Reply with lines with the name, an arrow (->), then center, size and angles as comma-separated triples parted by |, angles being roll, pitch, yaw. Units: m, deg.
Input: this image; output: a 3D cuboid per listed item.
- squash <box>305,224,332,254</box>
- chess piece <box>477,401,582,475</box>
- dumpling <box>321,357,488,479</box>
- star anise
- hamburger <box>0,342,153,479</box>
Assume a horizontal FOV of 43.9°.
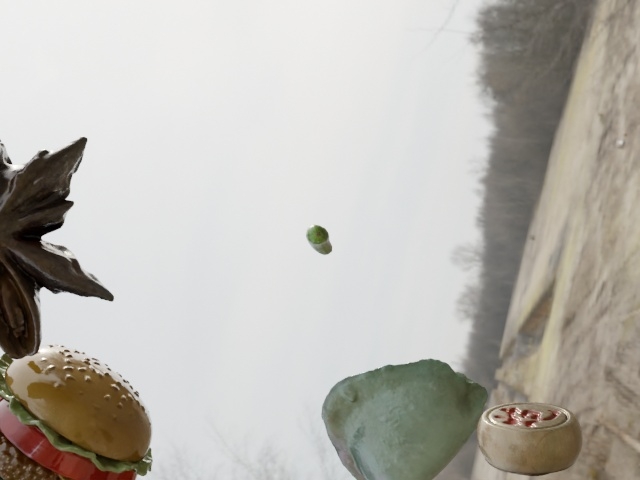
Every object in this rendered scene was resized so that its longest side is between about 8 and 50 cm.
squash -> -0.001, 0.000, 0.902 | 0.089, 0.027, 0.027 | 70, -146, -76
chess piece -> 0.171, 0.160, 0.649 | 0.084, 0.084, 0.038 | -29, -66, -73
dumpling -> 0.085, 0.209, 0.911 | 0.105, 0.149, 0.216 | -24, -30, -58
star anise -> -0.388, -0.010, 0.960 | 0.108, 0.315, 0.315 | 154, 131, -76
hamburger -> -0.362, 0.267, 1.118 | 0.212, 0.274, 0.274 | -54, -16, -3
